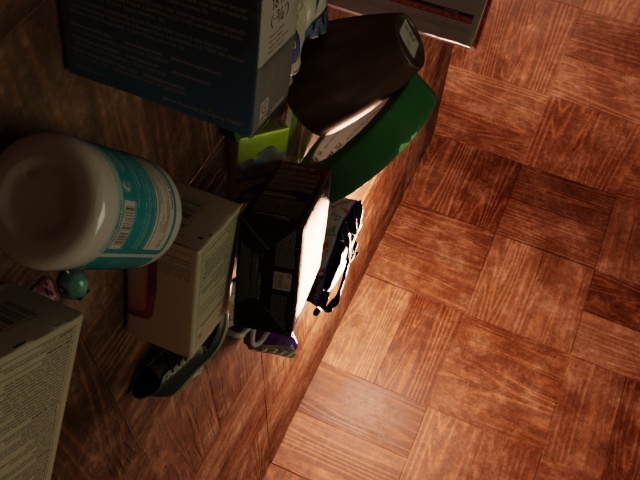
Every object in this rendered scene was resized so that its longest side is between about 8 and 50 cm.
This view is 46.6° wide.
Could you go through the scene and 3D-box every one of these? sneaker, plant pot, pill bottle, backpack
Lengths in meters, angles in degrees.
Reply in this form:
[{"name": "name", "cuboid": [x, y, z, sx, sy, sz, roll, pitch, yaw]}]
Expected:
[{"name": "sneaker", "cuboid": [-0.123, 0.200, 1.830, 0.293, 0.102, 0.146, 180, -77, -71]}, {"name": "sneaker", "cuboid": [-0.061, -0.404, 1.216, 0.315, 0.127, 0.182, -64, 165, -51]}, {"name": "plant pot", "cuboid": [0.071, -0.335, 1.404, 0.215, 0.230, 0.215, 30, 52, -47]}, {"name": "pill bottle", "cuboid": [-0.259, -0.037, 0.882, 0.264, 0.146, 0.146, 10, 101, -78]}, {"name": "sneaker", "cuboid": [-0.255, 0.206, 1.378, 0.222, 0.083, 0.118, -57, 167, 5]}, {"name": "backpack", "cuboid": [0.000, 0.000, 1.907, 0.276, 0.213, 0.263, -64, 176, -49]}]

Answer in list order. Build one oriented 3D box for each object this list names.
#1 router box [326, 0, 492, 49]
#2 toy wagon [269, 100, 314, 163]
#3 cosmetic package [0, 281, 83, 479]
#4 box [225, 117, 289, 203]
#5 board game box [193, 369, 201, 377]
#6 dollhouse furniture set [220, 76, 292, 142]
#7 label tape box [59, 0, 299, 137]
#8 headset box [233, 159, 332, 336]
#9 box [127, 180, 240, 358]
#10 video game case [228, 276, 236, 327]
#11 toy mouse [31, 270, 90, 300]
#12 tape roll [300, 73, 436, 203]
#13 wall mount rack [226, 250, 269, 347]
[{"name": "router box", "cuboid": [0.205, -0.583, 1.512, 0.082, 0.335, 0.301, -27, 137, -71]}, {"name": "toy wagon", "cuboid": [-0.052, -0.248, 1.599, 0.344, 0.068, 0.267, -54, 161, -51]}, {"name": "cosmetic package", "cuboid": [-0.385, 0.221, 0.849, 0.160, 0.113, 0.309, -34, 144, -69]}, {"name": "box", "cuboid": [-0.123, -0.141, 1.416, 0.109, 0.042, 0.178, -18, 139, -27]}, {"name": "board game box", "cuboid": [-0.270, 0.254, 1.604, 0.090, 0.020, 0.090, -14, 124, -75]}, {"name": "dollhouse furniture set", "cuboid": [-0.116, -0.246, 1.318, 0.152, 0.076, 0.058, -52, 159, -24]}, {"name": "label tape box", "cuboid": [-0.141, -0.296, 0.733, 0.106, 0.240, 0.334, -56, 162, -45]}, {"name": "headset box", "cuboid": [-0.061, -0.001, 1.349, 0.293, 0.110, 0.218, -66, 165, -61]}, {"name": "box", "cuboid": [-0.224, 0.047, 1.209, 0.148, 0.126, 0.232, -56, 163, -51]}, {"name": "video game case", "cuboid": [-0.201, 0.135, 1.481, 0.166, 0.015, 0.119, -23, 136, -24]}, {"name": "toy mouse", "cuboid": [-0.343, 0.077, 0.977, 0.161, 0.031, 0.143, -20, 130, -74]}, {"name": "tape roll", "cuboid": [0.090, -0.216, 1.519, 0.321, 0.077, 0.321, -41, -164, 15]}, {"name": "wall mount rack", "cuboid": [-0.128, 0.049, 1.656, 0.304, 0.130, 0.350, -44, 153, -55]}]
